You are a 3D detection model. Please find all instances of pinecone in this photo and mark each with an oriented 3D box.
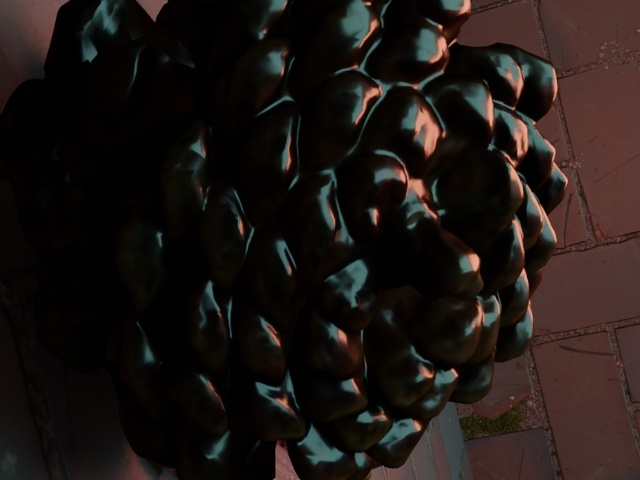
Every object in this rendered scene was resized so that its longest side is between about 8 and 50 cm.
[{"bbox_3d":[-0.034,-0.038,0.557,0.397,0.397,0.398,-14,90,-77],"label":"pinecone"}]

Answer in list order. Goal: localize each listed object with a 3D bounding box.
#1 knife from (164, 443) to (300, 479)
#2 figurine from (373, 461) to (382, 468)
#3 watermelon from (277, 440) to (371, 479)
[{"bbox_3d":[-0.039,0.244,0.748,0.399,0.038,0.132,49,30,-39],"label":"knife"},{"bbox_3d":[0.032,0.172,1.004,0.197,0.175,0.265,-94,161,-74],"label":"figurine"},{"bbox_3d":[-0.031,0.148,0.839,0.128,0.159,0.304,-136,-144,-54],"label":"watermelon"}]
